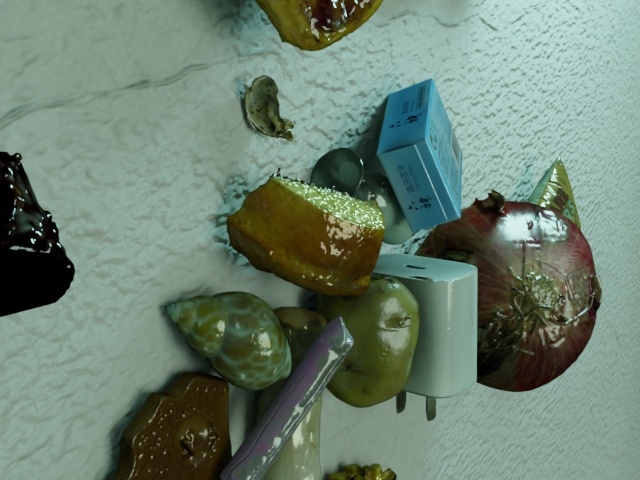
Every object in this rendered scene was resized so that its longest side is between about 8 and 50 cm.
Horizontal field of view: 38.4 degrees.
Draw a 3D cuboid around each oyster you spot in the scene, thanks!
[{"bbox_3d":[-0.060,-0.174,1.182,0.038,0.080,0.083,-76,-171,-53],"label":"oyster"}]

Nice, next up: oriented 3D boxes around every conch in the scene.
[{"bbox_3d":[-0.099,0.127,1.135,0.106,0.116,0.173,-41,144,-23],"label":"conch"}]

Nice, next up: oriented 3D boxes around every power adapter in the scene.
[{"bbox_3d":[0.151,0.159,1.450,0.124,0.187,0.255,-18,110,-48],"label":"power adapter"}]

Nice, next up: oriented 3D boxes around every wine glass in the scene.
[{"bbox_3d":[0.072,-0.059,1.379,0.202,0.092,0.093,30,71,-54],"label":"wine glass"}]

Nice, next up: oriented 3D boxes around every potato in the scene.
[{"bbox_3d":[0.062,0.142,1.345,0.137,0.154,0.201,-19,116,-52],"label":"potato"}]

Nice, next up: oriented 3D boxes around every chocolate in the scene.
[{"bbox_3d":[-0.296,-0.019,0.816,0.156,0.156,0.133,27,46,-55],"label":"chocolate"}]

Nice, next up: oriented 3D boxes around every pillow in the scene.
[{"bbox_3d":[0.489,0.026,2.010,0.310,0.119,0.312,-52,138,-33],"label":"pillow"}]

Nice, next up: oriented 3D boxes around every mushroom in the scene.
[{"bbox_3d":[-0.038,0.261,1.274,0.122,0.094,0.352,-23,117,-72],"label":"mushroom"}]

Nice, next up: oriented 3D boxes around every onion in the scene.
[{"bbox_3d":[0.322,0.084,1.601,0.353,0.353,0.354,-15,109,-55],"label":"onion"}]

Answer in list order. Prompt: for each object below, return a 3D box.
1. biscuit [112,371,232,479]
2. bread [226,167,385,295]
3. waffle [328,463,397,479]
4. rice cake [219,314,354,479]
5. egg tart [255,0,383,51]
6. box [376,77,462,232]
[{"bbox_3d":[-0.182,0.258,1.098,0.215,0.034,0.182,-25,118,-54],"label":"biscuit"},{"bbox_3d":[0.009,0.006,1.201,0.260,0.134,0.129,9,117,-50],"label":"bread"},{"bbox_3d":[0.054,0.506,1.482,0.329,0.062,0.329,-13,105,-57],"label":"waffle"},{"bbox_3d":[-0.039,0.212,1.178,0.049,0.055,0.270,39,79,-14],"label":"rice cake"},{"bbox_3d":[-0.028,-0.410,1.106,0.339,0.153,0.352,-36,125,-48],"label":"egg tart"},{"bbox_3d":[0.157,-0.135,1.414,0.232,0.083,0.143,-73,142,-57],"label":"box"}]
